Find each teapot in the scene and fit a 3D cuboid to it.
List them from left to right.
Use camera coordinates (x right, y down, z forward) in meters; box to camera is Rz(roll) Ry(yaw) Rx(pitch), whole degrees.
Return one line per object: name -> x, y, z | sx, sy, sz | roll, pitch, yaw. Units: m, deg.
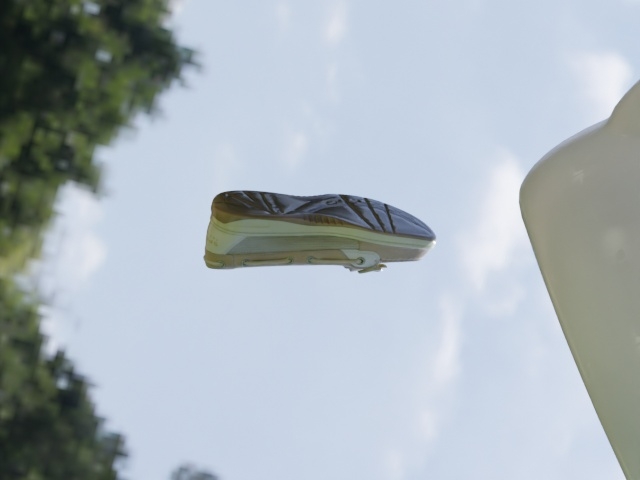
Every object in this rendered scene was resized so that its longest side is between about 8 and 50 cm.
teapot -> 0.216, 0.041, 0.888 | 0.256, 0.187, 0.252 | 53, 17, -57

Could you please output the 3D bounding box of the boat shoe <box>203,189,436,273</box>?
boat shoe -> 0.000, 0.001, 1.299 | 0.056, 0.153, 0.048 | -122, -140, -58
